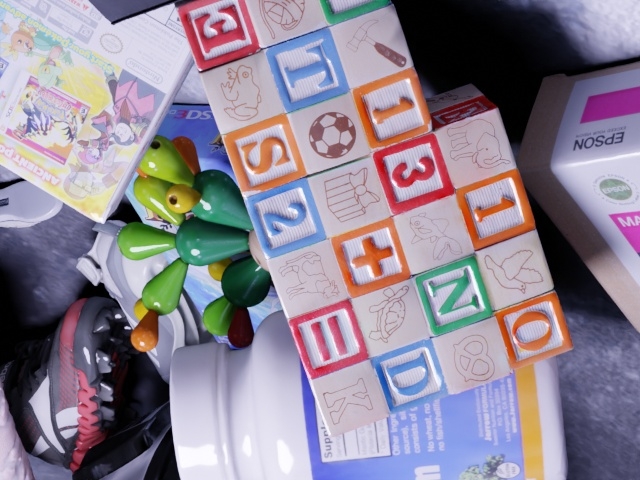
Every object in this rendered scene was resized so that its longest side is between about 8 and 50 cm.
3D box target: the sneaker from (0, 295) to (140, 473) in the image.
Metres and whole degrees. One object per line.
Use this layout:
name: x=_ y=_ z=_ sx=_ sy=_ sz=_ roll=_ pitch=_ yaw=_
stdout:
sneaker: x=-0.238 y=0.132 z=1.822 sx=0.135 sy=0.097 sz=0.276 roll=18 pitch=148 yaw=3

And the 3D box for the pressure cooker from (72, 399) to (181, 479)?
pressure cooker: x=-0.029 y=0.301 z=1.675 sx=0.375 sy=0.370 sz=0.420 roll=31 pitch=140 yaw=-19

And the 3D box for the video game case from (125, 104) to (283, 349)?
video game case: x=0.000 y=0.000 z=1.530 sx=0.269 sy=0.061 sz=0.244 roll=3 pitch=141 yaw=28

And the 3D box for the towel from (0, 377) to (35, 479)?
towel: x=-0.382 y=0.136 z=1.858 sx=0.317 sy=0.053 sz=0.332 roll=35 pitch=153 yaw=27

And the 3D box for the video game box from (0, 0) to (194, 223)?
video game box: x=-0.188 y=-0.142 z=1.343 sx=0.205 sy=0.048 sz=0.187 roll=31 pitch=107 yaw=2

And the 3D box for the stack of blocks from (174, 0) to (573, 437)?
stack of blocks: x=0.033 y=-0.045 z=1.283 sx=0.171 sy=0.087 sz=0.297 roll=-20 pitch=105 yaw=-2

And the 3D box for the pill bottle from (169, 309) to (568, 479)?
pill bottle: x=0.034 y=0.119 z=1.434 sx=0.272 sy=0.152 sz=0.152 roll=-7 pitch=142 yaw=4

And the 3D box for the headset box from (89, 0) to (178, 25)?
headset box: x=-0.097 y=-0.273 z=1.137 sx=0.283 sy=0.131 sz=0.246 roll=-14 pitch=132 yaw=43

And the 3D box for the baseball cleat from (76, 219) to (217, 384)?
baseball cleat: x=-0.145 y=0.048 z=1.694 sx=0.109 sy=0.072 sz=0.206 roll=26 pitch=148 yaw=26

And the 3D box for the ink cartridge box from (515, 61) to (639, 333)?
ink cartridge box: x=0.275 y=-0.033 z=1.296 sx=0.234 sy=0.088 sz=0.193 roll=-9 pitch=137 yaw=40

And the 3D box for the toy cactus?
toy cactus: x=-0.068 y=0.004 z=1.446 sx=0.180 sy=0.112 sz=0.219 roll=0 pitch=130 yaw=17

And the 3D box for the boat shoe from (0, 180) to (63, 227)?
boat shoe: x=-0.248 y=-0.027 z=1.670 sx=0.100 sy=0.035 sz=0.035 roll=-10 pitch=162 yaw=34
